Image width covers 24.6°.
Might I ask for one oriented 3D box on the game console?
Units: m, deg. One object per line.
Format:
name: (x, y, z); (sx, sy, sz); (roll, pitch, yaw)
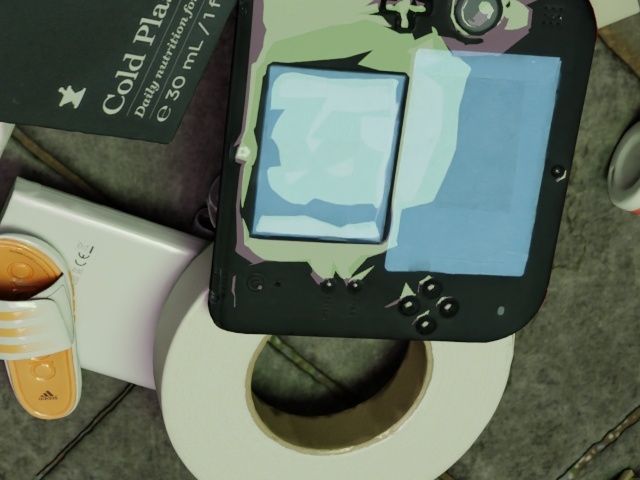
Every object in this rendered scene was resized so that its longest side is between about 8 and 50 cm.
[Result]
game console: (0.076, -0.081, 1.414); (0.342, 0.060, 0.386); (1, 113, -15)

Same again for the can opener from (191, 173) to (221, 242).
can opener: (0.000, 0.000, 1.618); (0.284, 0.076, 0.095); (16, 142, -17)

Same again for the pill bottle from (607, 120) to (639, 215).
pill bottle: (0.428, -0.057, 1.635); (0.194, 0.108, 0.108); (19, 109, -18)

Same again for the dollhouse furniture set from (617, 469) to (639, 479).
dollhouse furniture set: (0.346, 0.521, 1.845); (0.303, 0.174, 0.355); (-41, 108, -33)

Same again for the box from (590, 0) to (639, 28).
box: (0.178, -0.261, 1.476); (0.232, 0.148, 0.126); (-21, 117, 0)

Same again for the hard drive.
hard drive: (-0.214, 0.063, 1.587); (0.308, 0.040, 0.203); (19, 125, -18)

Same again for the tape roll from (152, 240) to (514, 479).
tape roll: (0.016, 0.129, 1.583); (0.392, 0.072, 0.392); (-7, 120, -13)

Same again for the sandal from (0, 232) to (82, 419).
sandal: (-0.302, 0.108, 1.543); (0.102, 0.076, 0.265); (-7, 128, 2)

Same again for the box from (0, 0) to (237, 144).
box: (-0.268, -0.364, 1.156); (0.472, 0.297, 0.479); (4, 119, -49)

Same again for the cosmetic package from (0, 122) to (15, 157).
cosmetic package: (-0.371, -0.099, 1.464); (0.107, 0.127, 0.238); (19, 108, -18)
